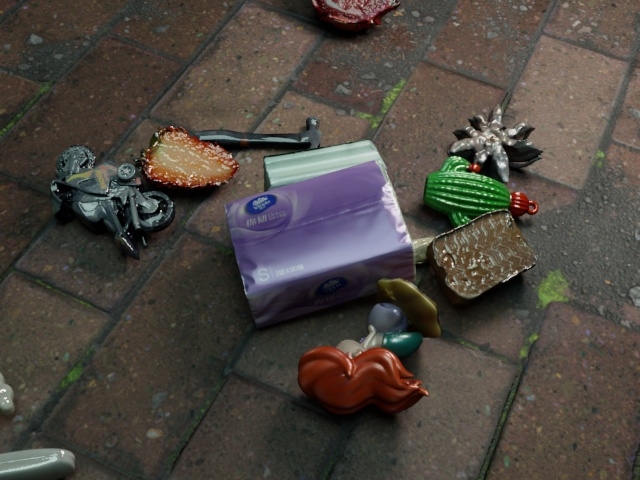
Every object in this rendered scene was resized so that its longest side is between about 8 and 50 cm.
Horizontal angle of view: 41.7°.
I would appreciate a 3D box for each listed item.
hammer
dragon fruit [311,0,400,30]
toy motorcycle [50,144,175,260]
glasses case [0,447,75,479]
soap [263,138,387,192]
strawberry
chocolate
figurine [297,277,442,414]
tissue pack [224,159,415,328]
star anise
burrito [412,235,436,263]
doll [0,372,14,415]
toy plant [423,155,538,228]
[{"bbox_3d":[-0.142,-0.225,1.911,0.289,0.037,0.137,-1,51,-5],"label":"hammer"},{"bbox_3d":[0.087,-0.630,2.176,0.261,0.163,0.189,32,28,15],"label":"dragon fruit"},{"bbox_3d":[-0.452,-0.082,1.746,0.307,0.108,0.173,31,66,17],"label":"toy motorcycle"},{"bbox_3d":[-0.510,0.383,1.398,0.197,0.076,0.049,-7,55,-9],"label":"glasses case"},{"bbox_3d":[0.004,-0.120,1.770,0.261,0.150,0.094,-12,51,-12],"label":"soap"},{"bbox_3d":[-0.294,-0.152,1.822,0.208,0.087,0.167,28,53,-3],"label":"strawberry"},{"bbox_3d":[0.317,0.038,1.697,0.214,0.093,0.148,-23,74,-18],"label":"chocolate"},{"bbox_3d":[0.103,0.212,1.515,0.208,0.181,0.257,44,65,-7],"label":"figurine"},{"bbox_3d":[0.000,0.000,1.644,0.338,0.160,0.242,-17,56,-4],"label":"tissue pack"},{"bbox_3d":[0.388,-0.213,1.903,0.236,0.093,0.229,-8,53,-12],"label":"star anise"},{"bbox_3d":[0.164,0.034,1.731,0.188,0.045,0.058,-15,30,-12],"label":"burrito"},{"bbox_3d":[-0.668,0.284,1.442,0.252,0.111,0.237,35,59,10],"label":"doll"},{"bbox_3d":[0.336,-0.080,1.807,0.240,0.088,0.155,34,73,4],"label":"toy plant"}]
